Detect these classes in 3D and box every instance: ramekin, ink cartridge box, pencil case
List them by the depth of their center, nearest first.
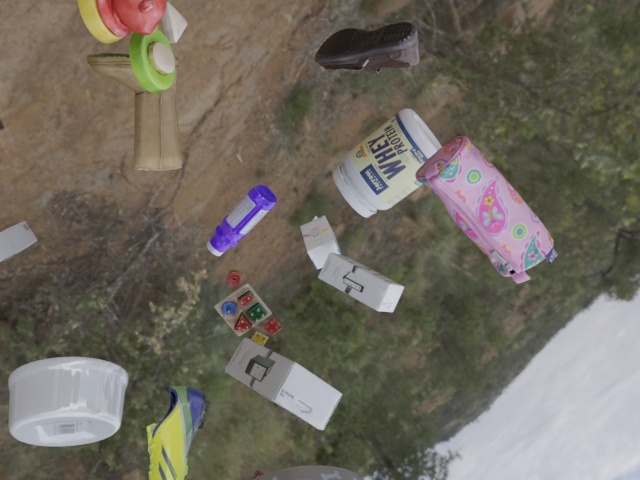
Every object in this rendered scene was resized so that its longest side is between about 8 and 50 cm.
[{"bbox_3d":[0.304,-0.055,1.087,0.124,0.284,0.124,-40,-166,12],"label":"pencil case"},{"bbox_3d":[-0.614,0.400,1.440,0.277,0.135,0.277,-7,146,-5],"label":"ramekin"},{"bbox_3d":[0.118,0.119,1.681,0.086,0.203,0.148,-65,155,4],"label":"ink cartridge box"},{"bbox_3d":[-0.109,0.407,1.703,0.211,0.289,0.121,40,73,-32],"label":"ink cartridge box"},{"bbox_3d":[0.000,0.000,1.868,0.090,0.143,0.092,-24,132,5],"label":"ink cartridge box"}]

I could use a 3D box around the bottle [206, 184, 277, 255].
[{"bbox_3d":[-0.268,-0.063,1.975,0.283,0.092,0.118,-44,176,20],"label":"bottle"}]

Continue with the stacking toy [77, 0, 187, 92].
[{"bbox_3d":[-0.310,-0.464,1.172,0.279,0.130,0.309,61,31,-54],"label":"stacking toy"}]

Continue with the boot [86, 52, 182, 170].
[{"bbox_3d":[-0.427,-0.298,1.399,0.236,0.089,0.269,-11,113,-42],"label":"boot"}]

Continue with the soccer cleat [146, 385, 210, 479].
[{"bbox_3d":[-0.339,0.460,1.297,0.093,0.121,0.289,-28,-138,53],"label":"soccer cleat"}]

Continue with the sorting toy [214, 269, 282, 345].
[{"bbox_3d":[-0.239,0.232,1.870,0.132,0.274,0.046,-35,-161,4],"label":"sorting toy"}]

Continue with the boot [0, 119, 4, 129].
[{"bbox_3d":[-0.798,-0.217,1.229,0.208,0.076,0.189,-34,171,8],"label":"boot"}]

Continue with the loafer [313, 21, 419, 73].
[{"bbox_3d":[0.135,-0.540,1.747,0.134,0.366,0.130,-59,135,-21],"label":"loafer"}]

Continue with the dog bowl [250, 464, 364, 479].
[{"bbox_3d":[-0.041,0.580,1.211,0.348,0.102,0.349,-6,133,-6],"label":"dog bowl"}]

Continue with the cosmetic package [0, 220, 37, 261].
[{"bbox_3d":[-0.718,0.024,1.300,0.099,0.060,0.239,-27,-166,0],"label":"cosmetic package"}]

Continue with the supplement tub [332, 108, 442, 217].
[{"bbox_3d":[0.225,-0.247,1.939,0.325,0.235,0.235,-37,165,20],"label":"supplement tub"}]

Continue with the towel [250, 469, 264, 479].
[{"bbox_3d":[0.008,0.665,1.464,0.237,0.329,0.037,-12,-134,55],"label":"towel"}]
